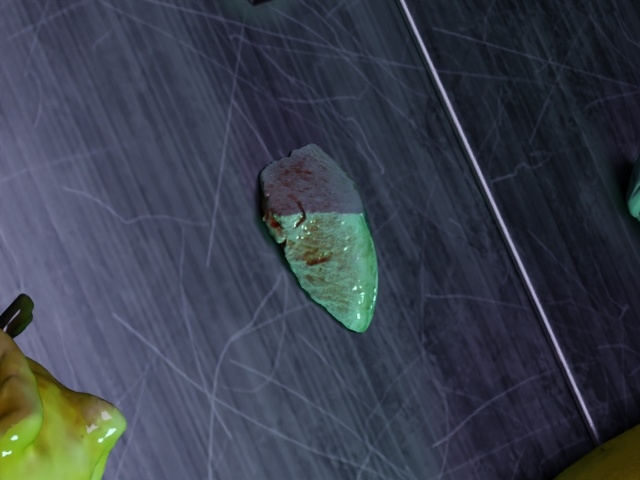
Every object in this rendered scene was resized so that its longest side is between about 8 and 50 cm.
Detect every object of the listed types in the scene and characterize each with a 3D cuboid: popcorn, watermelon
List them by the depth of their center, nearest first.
[{"bbox_3d":[-0.294,0.190,1.234,0.297,0.316,0.281,18,44,-54],"label":"popcorn"},{"bbox_3d":[0.010,-0.001,1.605,0.094,0.081,0.180,-31,89,-8],"label":"watermelon"}]

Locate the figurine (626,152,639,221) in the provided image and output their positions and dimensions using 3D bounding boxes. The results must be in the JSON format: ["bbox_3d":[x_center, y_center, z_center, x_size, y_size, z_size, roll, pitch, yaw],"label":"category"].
[{"bbox_3d":[0.366,-0.049,1.814,0.086,0.094,0.082,13,110,0],"label":"figurine"}]

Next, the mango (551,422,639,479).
[{"bbox_3d":[0.307,0.286,1.651,0.331,0.142,0.195,-26,96,-36],"label":"mango"}]
